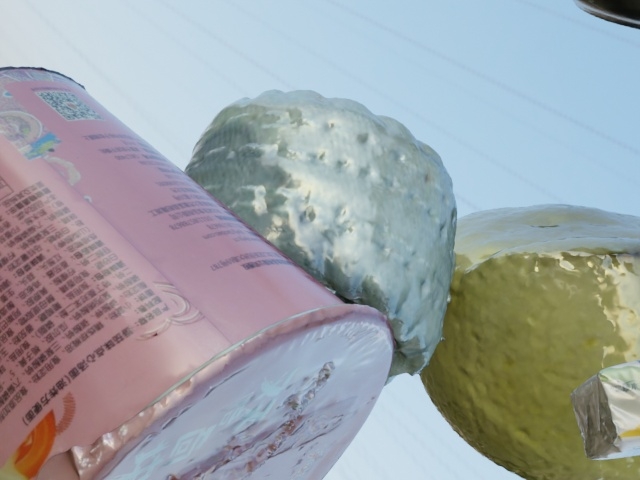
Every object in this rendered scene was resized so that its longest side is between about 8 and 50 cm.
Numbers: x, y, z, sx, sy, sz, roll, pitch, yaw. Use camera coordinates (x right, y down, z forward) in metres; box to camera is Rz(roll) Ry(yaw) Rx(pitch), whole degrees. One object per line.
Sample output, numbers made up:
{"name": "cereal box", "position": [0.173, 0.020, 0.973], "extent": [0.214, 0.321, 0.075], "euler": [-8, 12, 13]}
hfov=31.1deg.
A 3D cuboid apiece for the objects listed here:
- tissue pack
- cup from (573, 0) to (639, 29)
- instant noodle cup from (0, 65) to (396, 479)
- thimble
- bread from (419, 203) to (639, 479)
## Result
{"name": "tissue pack", "position": [0.167, 0.077, 0.543], "extent": [0.062, 0.083, 0.042], "euler": [92, -12, -73]}
{"name": "cup", "position": [0.321, -0.267, 0.973], "extent": [0.223, 0.169, 0.176], "euler": [18, -67, 20]}
{"name": "instant noodle cup", "position": [-0.126, 0.054, 0.595], "extent": [0.231, 0.243, 0.243], "euler": [43, -24, 24]}
{"name": "thimble", "position": [0.000, 0.000, 0.933], "extent": [0.250, 0.171, 0.205], "euler": [29, -33, -16]}
{"name": "bread", "position": [0.242, 0.093, 1.072], "extent": [0.320, 0.321, 0.237], "euler": [34, -65, 61]}
